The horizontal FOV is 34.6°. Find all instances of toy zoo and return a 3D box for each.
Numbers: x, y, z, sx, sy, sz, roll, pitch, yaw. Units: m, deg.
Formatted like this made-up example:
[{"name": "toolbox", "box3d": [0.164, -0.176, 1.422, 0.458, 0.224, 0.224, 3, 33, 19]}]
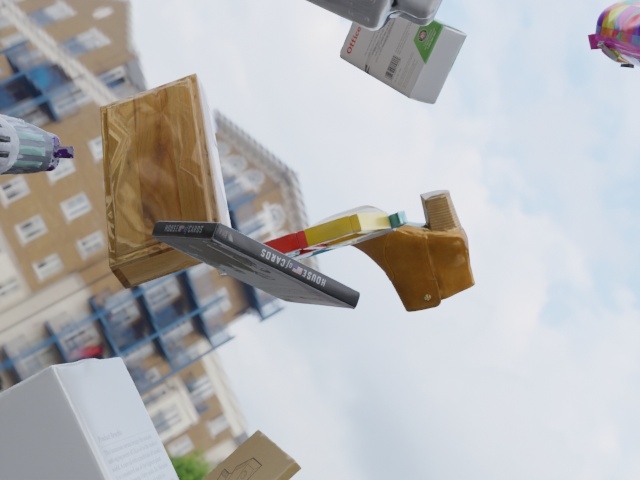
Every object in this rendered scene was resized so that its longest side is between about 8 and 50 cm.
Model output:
[{"name": "toy zoo", "box3d": [0.000, 0.000, 1.651, 0.192, 0.293, 0.030, -1, 74, -70]}]

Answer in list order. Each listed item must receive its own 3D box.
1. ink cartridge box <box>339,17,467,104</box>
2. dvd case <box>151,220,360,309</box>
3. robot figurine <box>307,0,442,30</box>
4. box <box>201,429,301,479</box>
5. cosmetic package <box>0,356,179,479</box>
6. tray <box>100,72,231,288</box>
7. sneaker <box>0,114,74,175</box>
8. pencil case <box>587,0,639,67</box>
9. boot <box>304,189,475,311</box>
[{"name": "ink cartridge box", "box3d": [0.164, -0.396, 2.087, 0.219, 0.093, 0.160, 38, -68, 38]}, {"name": "dvd case", "box3d": [-0.088, 0.033, 1.385, 0.239, 0.029, 0.179, 27, -14, -32]}, {"name": "robot figurine", "box3d": [0.030, -0.451, 1.555, 0.354, 0.199, 0.300, 26, 2, 4]}, {"name": "box", "box3d": [-0.140, 0.403, 1.663, 0.021, 0.201, 0.164, 56, -16, -22]}, {"name": "cosmetic package", "box3d": [-0.278, 0.394, 1.371, 0.453, 0.162, 0.230, 63, 8, 8]}, {"name": "tray", "box3d": [-0.287, -0.120, 1.862, 0.076, 0.203, 0.410, 64, 9, -50]}, {"name": "sneaker", "box3d": [-0.343, -0.093, 1.019, 0.224, 0.098, 0.083, 16, -82, 41]}, {"name": "pencil case", "box3d": [0.454, -0.276, 1.402, 0.236, 0.105, 0.104, -115, -179, -75]}, {"name": "boot", "box3d": [0.130, 0.038, 1.899, 0.104, 0.295, 0.211, -92, 168, -73]}]
